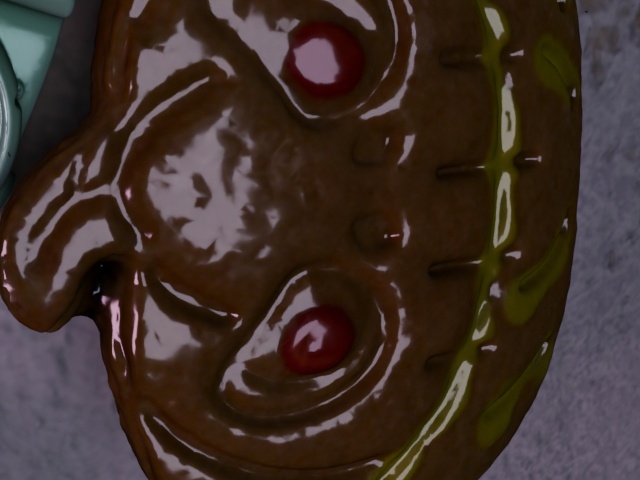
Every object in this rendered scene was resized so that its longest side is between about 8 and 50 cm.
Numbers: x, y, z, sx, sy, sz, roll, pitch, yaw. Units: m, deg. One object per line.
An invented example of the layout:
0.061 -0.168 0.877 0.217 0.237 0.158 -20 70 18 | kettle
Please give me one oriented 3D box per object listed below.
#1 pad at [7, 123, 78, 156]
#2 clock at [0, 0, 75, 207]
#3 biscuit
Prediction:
-0.001 0.000 0.510 0.315 0.063 0.375 -20 118 -33 | pad
-0.212 -0.058 0.408 0.159 0.066 0.211 9 105 -30 | clock
0.011 -0.016 0.463 0.350 0.070 0.394 -14 108 -29 | biscuit
